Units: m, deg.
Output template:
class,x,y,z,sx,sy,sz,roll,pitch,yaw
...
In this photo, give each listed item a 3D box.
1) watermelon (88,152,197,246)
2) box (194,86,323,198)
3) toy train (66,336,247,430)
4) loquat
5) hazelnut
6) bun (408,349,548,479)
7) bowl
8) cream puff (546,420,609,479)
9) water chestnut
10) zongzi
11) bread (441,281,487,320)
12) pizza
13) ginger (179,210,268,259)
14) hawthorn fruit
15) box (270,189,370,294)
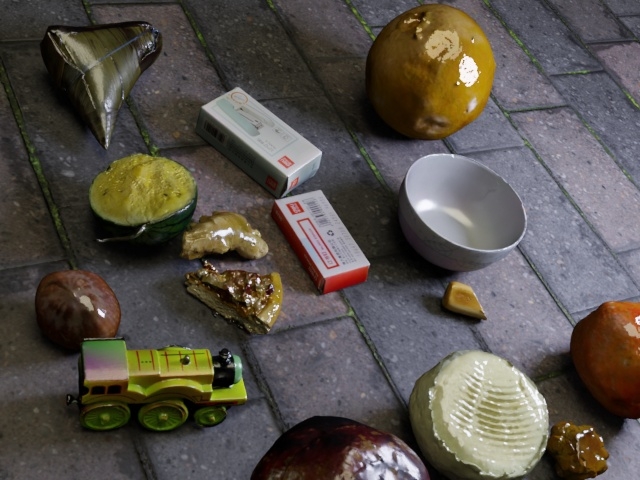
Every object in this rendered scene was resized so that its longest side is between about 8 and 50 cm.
class,x,y,z,sx,sy,sz,roll,pitch,yaw
watermelon,-0.336,-0.061,1.718,0.204,0.127,0.232,-9,45,-11
box,-0.136,-0.219,1.979,0.269,0.079,0.135,40,48,14
toy train,-0.262,0.236,1.470,0.296,0.161,0.100,2,44,-21
loquat,0.263,-0.401,2.141,0.328,0.328,0.329,12,47,-13
hazelnut,-0.414,0.116,1.529,0.154,0.143,0.143,41,48,13
bun,0.273,0.331,1.612,0.259,0.152,0.259,8,60,-15
bowl,0.293,-0.043,1.956,0.286,0.144,0.287,11,47,-12
cream puff,0.479,0.400,1.683,0.122,0.094,0.116,49,50,-9
water chestnut,0.028,0.395,1.386,0.289,0.289,0.244,-14,52,-32
zongzi,-0.433,-0.337,1.941,0.286,0.138,0.300,-18,73,-43
bread,0.307,0.126,1.875,0.103,0.049,0.062,16,80,-10
pizza,-0.165,0.089,1.700,0.193,0.069,0.154,17,46,-8
ginger,-0.197,-0.016,1.759,0.205,0.081,0.115,4,71,-46
hawthorn fruit,0.620,0.255,1.791,0.210,0.210,0.262,3,57,-20
box,0.000,0.000,1.862,0.123,0.050,0.229,-16,59,-31
